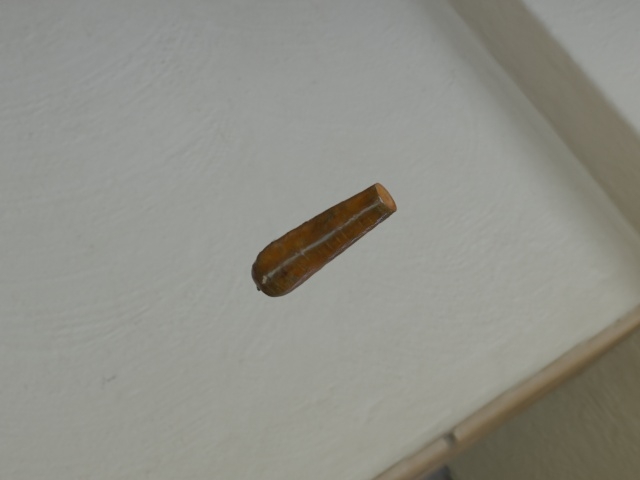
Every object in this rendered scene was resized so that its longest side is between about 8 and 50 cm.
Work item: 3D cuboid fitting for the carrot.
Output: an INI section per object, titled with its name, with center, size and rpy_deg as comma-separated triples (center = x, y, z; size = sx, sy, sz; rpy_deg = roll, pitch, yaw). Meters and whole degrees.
[carrot]
center = 0.000, 0.000, 0.534
size = 0.093, 0.032, 0.032
rpy_deg = -35, 164, 18
